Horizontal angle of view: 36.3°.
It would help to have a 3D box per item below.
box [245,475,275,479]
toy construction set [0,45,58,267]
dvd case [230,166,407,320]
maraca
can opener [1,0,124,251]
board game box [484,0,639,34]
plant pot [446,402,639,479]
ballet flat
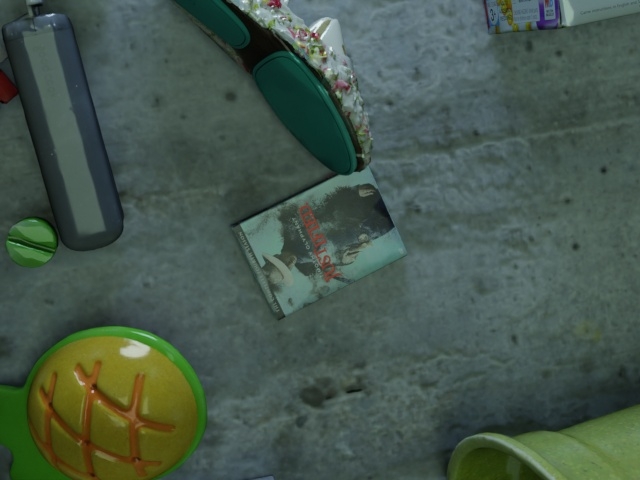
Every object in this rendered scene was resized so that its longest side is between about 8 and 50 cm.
[{"bbox_3d":[-0.114,0.229,0.723,0.186,0.145,0.038,-4,99,-12],"label":"box"},{"bbox_3d":[-0.319,-0.098,0.575,0.258,0.237,0.308,-12,101,-10],"label":"toy construction set"},{"bbox_3d":[0.000,0.000,0.775,0.119,0.013,0.087,-26,104,-6],"label":"dvd case"},{"bbox_3d":[-0.169,0.131,0.722,0.186,0.099,0.127,-24,99,20],"label":"maraca"},{"bbox_3d":[-0.169,-0.138,0.683,0.095,0.076,0.283,-15,103,-8],"label":"can opener"},{"bbox_3d":[0.188,-0.299,0.695,0.144,0.142,0.275,-13,102,-9],"label":"board game box"},{"bbox_3d":[0.280,0.230,0.766,0.254,0.276,0.276,-22,104,-20],"label":"plant pot"},{"bbox_3d":[-0.031,-0.155,0.709,0.241,0.091,0.077,47,66,-19],"label":"ballet flat"}]
